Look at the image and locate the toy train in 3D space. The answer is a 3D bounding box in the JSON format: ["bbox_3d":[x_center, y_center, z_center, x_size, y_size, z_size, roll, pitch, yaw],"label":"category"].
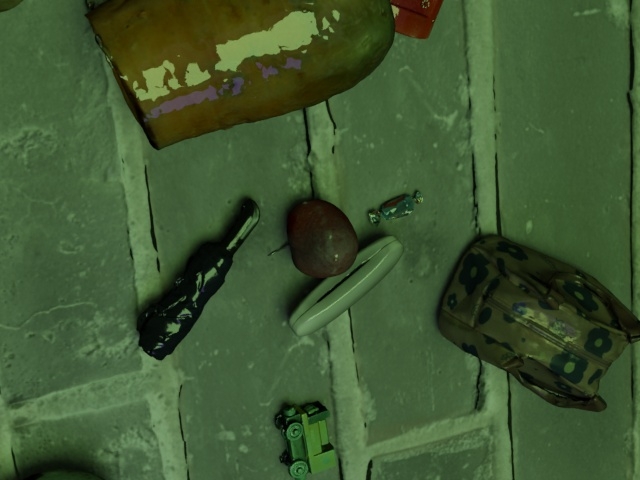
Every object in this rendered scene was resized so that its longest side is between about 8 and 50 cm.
[{"bbox_3d":[-0.021,0.288,2.038,0.081,0.050,0.122,-16,114,-19],"label":"toy train"}]

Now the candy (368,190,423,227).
[{"bbox_3d":[0.106,-0.043,1.973,0.083,0.020,0.030,-22,116,-13],"label":"candy"}]

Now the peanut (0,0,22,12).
[{"bbox_3d":[-0.326,-0.363,1.589,0.130,0.130,0.290,32,134,-28],"label":"peanut"}]

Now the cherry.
[{"bbox_3d":[0.004,0.003,1.903,0.087,0.126,0.106,-21,132,-34],"label":"cherry"}]

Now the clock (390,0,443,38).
[{"bbox_3d":[0.122,-0.346,1.841,0.113,0.061,0.155,15,106,-25],"label":"clock"}]

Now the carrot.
[{"bbox_3d":[-0.090,-0.248,1.709,0.341,0.224,0.224,-24,117,-6],"label":"carrot"}]

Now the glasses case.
[{"bbox_3d":[0.036,0.063,1.956,0.193,0.074,0.049,-41,76,-2],"label":"glasses case"}]

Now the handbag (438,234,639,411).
[{"bbox_3d":[0.319,0.126,2.020,0.251,0.193,0.190,24,96,-27],"label":"handbag"}]

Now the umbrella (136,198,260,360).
[{"bbox_3d":[-0.161,0.050,1.882,0.071,0.071,0.248,36,96,-28],"label":"umbrella"}]

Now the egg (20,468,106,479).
[{"bbox_3d":[-0.362,0.392,1.884,0.231,0.169,0.169,-8,113,-6],"label":"egg"}]
